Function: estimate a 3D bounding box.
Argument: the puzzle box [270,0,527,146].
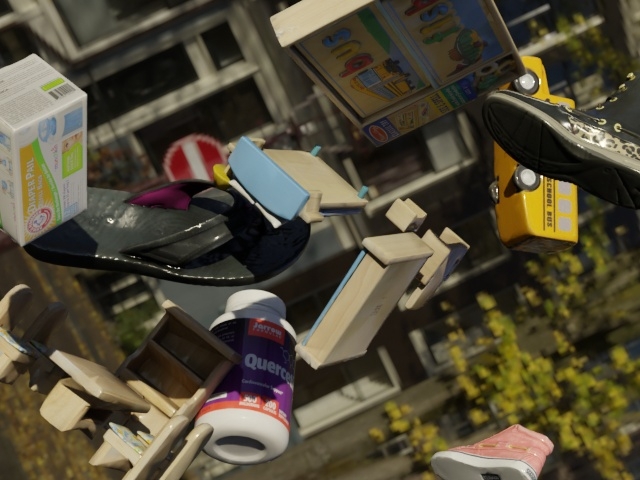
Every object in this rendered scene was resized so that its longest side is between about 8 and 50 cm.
[{"bbox_3d":[0.127,-0.275,1.621,0.409,0.272,0.052,34,34,-64],"label":"puzzle box"}]

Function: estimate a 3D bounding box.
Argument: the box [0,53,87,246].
[{"bbox_3d":[-0.369,-0.110,1.427,0.103,0.114,0.203,37,-39,23],"label":"box"}]

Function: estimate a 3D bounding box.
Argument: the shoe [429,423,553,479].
[{"bbox_3d":[0.245,0.309,1.614,0.178,0.081,0.063,-6,-60,45],"label":"shoe"}]

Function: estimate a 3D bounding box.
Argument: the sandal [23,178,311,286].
[{"bbox_3d":[-0.226,-0.023,1.706,0.107,0.446,0.167,109,-22,-52],"label":"sandal"}]

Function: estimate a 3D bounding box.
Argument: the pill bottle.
[{"bbox_3d":[-0.141,0.262,2.209,0.181,0.181,0.323,66,22,-49],"label":"pill bottle"}]

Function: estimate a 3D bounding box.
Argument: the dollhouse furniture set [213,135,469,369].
[{"bbox_3d":[0.000,0.000,1.666,0.303,0.198,0.286,43,23,22],"label":"dollhouse furniture set"}]

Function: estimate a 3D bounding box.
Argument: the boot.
[{"bbox_3d":[0.337,-0.151,1.407,0.236,0.178,0.085,29,-36,16],"label":"boot"}]

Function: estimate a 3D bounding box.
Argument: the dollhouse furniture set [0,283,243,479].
[{"bbox_3d":[-0.321,0.224,1.935,0.362,0.256,0.394,36,-5,18],"label":"dollhouse furniture set"}]

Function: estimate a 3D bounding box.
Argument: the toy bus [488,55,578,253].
[{"bbox_3d":[0.378,-0.152,2.008,0.108,0.130,0.332,143,-48,-66],"label":"toy bus"}]
